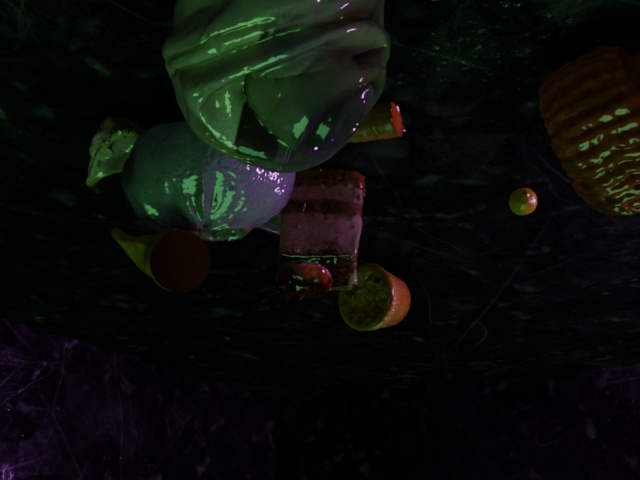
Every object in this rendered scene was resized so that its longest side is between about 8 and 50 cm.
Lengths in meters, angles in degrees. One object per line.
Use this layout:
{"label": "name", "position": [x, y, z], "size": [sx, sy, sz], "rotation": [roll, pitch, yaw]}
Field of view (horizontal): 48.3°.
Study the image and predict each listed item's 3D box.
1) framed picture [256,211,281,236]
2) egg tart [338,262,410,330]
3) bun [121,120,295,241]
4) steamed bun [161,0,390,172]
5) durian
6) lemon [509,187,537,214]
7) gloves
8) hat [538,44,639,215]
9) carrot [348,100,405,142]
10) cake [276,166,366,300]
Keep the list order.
{"label": "framed picture", "position": [-0.092, -0.056, 1.811], "size": [0.128, 0.023, 0.168], "rotation": [19, 152, -32]}
{"label": "egg tart", "position": [0.166, 0.171, 2.110], "size": [0.202, 0.202, 0.147], "rotation": [-14, 164, 35]}
{"label": "bun", "position": [-0.224, -0.110, 1.435], "size": [0.362, 0.211, 0.362], "rotation": [1, 167, 0]}
{"label": "steamed bun", "position": [-0.031, -0.236, 1.003], "size": [0.346, 0.237, 0.394], "rotation": [-30, 151, 5]}
{"label": "durian", "position": [-0.432, -0.189, 1.467], "size": [0.224, 0.078, 0.140], "rotation": [-36, 168, 32]}
{"label": "lemon", "position": [0.459, -0.087, 1.618], "size": [0.062, 0.062, 0.083], "rotation": [1, 154, 6]}
{"label": "gloves", "position": [-0.335, 0.025, 1.437], "size": [0.294, 0.116, 0.133], "rotation": [10, 137, 57]}
{"label": "hat", "position": [0.564, -0.207, 1.098], "size": [0.400, 0.285, 0.285], "rotation": [-23, 145, 39]}
{"label": "carrot", "position": [0.059, -0.222, 1.380], "size": [0.205, 0.072, 0.072], "rotation": [-3, 156, 30]}
{"label": "cake", "position": [0.000, 0.000, 1.589], "size": [0.199, 0.293, 0.196], "rotation": [4, 150, -3]}
